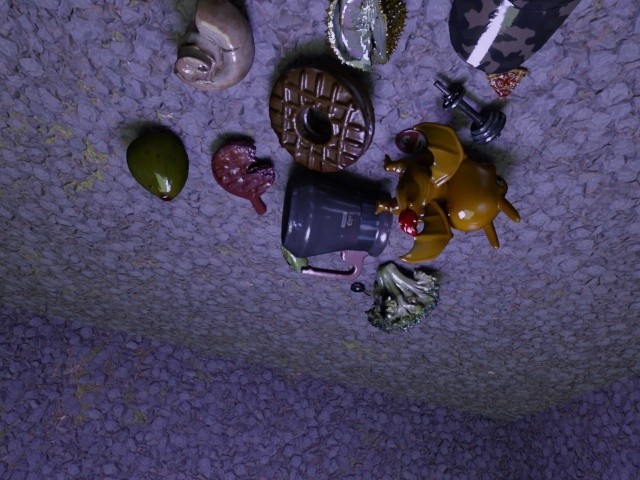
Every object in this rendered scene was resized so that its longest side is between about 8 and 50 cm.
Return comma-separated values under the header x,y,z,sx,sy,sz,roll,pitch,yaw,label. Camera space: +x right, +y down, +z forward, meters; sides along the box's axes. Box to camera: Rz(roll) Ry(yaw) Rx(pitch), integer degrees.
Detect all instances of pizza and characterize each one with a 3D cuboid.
x,y,z,sx,sy,sz,roll,pitch,yaw,label
0.508,-0.431,1.230,0.099,0.029,0.100,-23,133,34,pizza

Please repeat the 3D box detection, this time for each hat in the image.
x,y,z,sx,sy,sz,roll,pitch,yaw,label
0.457,-0.530,0.980,0.366,0.257,0.382,14,124,-4,hat

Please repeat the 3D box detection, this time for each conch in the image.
x,y,z,sx,sy,sz,roll,pitch,yaw,label
-0.110,0.084,1.992,0.094,0.079,0.201,-14,122,46,conch

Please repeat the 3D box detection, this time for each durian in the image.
x,y,z,sx,sy,sz,roll,pitch,yaw,label
0.111,-0.537,1.074,0.193,0.138,0.237,16,146,-5,durian

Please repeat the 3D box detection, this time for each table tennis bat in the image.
x,y,z,sx,sy,sz,roll,pitch,yaw,label
0.313,-0.306,1.445,0.154,0.019,0.098,14,143,-3,table tennis bat
-0.274,-0.207,1.666,0.200,0.038,0.310,-6,140,18,table tennis bat

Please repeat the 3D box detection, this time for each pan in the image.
x,y,z,sx,sy,sz,roll,pitch,yaw,label
0.195,0.233,2.170,0.115,0.023,0.068,31,137,-24,pan

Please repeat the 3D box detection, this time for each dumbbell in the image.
x,y,z,sx,sy,sz,roll,pitch,yaw,label
0.415,-0.365,1.281,0.254,0.110,0.110,32,137,-20,dumbbell

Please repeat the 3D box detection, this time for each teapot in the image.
x,y,z,sx,sy,sz,roll,pitch,yaw,label
0.051,-0.044,1.588,0.361,0.305,0.376,7,109,-10,teapot

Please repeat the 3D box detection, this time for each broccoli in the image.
x,y,z,sx,sy,sz,roll,pitch,yaw,label
0.337,0.237,1.973,0.347,0.293,0.281,-33,90,28,broccoli

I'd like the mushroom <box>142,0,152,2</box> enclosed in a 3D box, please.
x,y,z,sx,sy,sz,roll,pitch,yaw,label
-0.470,-0.669,1.047,0.096,0.108,0.247,30,165,49,mushroom

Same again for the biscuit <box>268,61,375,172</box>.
x,y,z,sx,sy,sz,roll,pitch,yaw,label
0.000,-0.346,1.305,0.332,0.103,0.332,20,138,19,biscuit

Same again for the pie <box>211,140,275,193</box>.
x,y,z,sx,sy,sz,roll,pitch,yaw,label
-0.265,-0.246,1.558,0.204,0.054,0.219,-10,138,18,pie

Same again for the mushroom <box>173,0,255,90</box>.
x,y,z,sx,sy,sz,roll,pitch,yaw,label
-0.267,-0.482,1.173,0.188,0.195,0.254,17,145,-18,mushroom

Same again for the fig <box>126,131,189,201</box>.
x,y,z,sx,sy,sz,roll,pitch,yaw,label
-0.539,-0.240,1.525,0.202,0.225,0.203,-11,159,-4,fig

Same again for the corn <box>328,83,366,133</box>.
x,y,z,sx,sy,sz,roll,pitch,yaw,label
0.078,-0.374,1.354,0.068,0.068,0.207,18,142,-12,corn

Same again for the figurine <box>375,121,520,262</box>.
x,y,z,sx,sy,sz,roll,pitch,yaw,label
0.374,-0.119,1.401,0.386,0.401,0.268,7,176,-7,figurine
